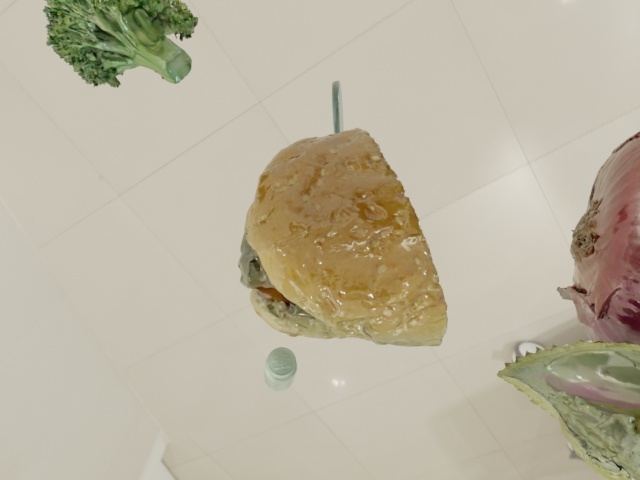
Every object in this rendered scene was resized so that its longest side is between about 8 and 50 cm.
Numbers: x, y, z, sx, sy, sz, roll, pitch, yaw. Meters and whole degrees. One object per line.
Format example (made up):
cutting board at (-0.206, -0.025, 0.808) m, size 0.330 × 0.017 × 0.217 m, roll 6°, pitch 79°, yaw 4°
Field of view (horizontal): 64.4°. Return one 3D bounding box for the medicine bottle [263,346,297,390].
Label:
medicine bottle at (-0.057, 0.184, 0.729) m, size 0.047 × 0.047 × 0.083 m, roll 10°, pitch 150°, yaw -1°

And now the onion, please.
onion at (0.513, 0.014, 0.729) m, size 0.285 × 0.347 × 0.347 m, roll 13°, pitch 123°, yaw 22°

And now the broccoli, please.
broccoli at (-0.259, -0.290, 0.722) m, size 0.194 × 0.220 × 0.194 m, roll 26°, pitch 137°, yaw 27°

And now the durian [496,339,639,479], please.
durian at (0.351, 0.209, 0.555) m, size 0.166 × 0.306 × 0.172 m, roll 19°, pitch 110°, yaw -18°

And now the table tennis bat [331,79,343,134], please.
table tennis bat at (0.040, -0.204, 1.024) m, size 0.040 × 0.153 × 0.244 m, roll -2°, pitch 145°, yaw 5°

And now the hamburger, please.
hamburger at (-0.002, 0.002, 0.618) m, size 0.209 × 0.330 × 0.162 m, roll -17°, pitch 142°, yaw -11°
